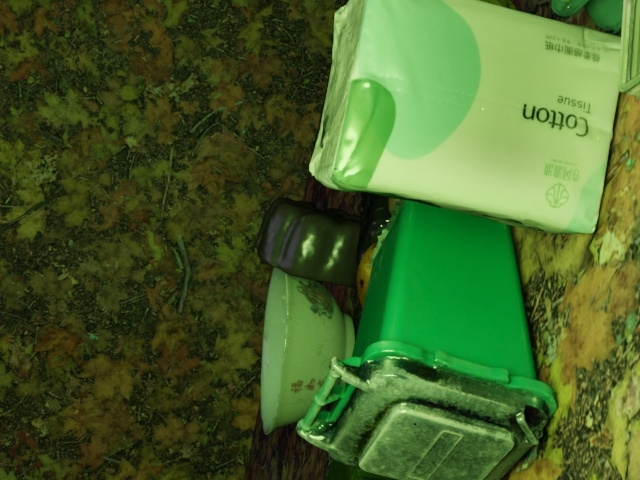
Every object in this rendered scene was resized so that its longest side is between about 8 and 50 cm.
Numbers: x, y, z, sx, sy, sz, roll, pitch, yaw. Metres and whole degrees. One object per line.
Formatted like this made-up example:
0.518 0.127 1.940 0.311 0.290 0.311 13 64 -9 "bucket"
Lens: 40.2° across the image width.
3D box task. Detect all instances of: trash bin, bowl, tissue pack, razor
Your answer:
0.147 0.137 1.243 0.259 0.295 0.381 113 170 -45 "trash bin"
-0.027 0.266 2.158 0.435 0.195 0.435 -175 90 -81 "bowl"
0.184 -0.166 1.127 0.194 0.356 0.266 179 102 -79 "tissue pack"
0.143 -0.085 1.926 0.189 0.107 0.327 112 166 -45 "razor"

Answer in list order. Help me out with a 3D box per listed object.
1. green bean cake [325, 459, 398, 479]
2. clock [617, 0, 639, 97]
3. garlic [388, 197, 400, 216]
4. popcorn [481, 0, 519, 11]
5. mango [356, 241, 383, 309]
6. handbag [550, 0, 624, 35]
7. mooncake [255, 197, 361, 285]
0.086 0.481 1.491 0.250 0.156 0.247 -100 25 -63 "green bean cake"
0.390 -0.242 0.903 0.192 0.071 0.147 136 144 -73 "clock"
0.213 -0.162 1.592 0.196 0.151 0.339 45 -124 -84 "garlic"
0.236 -0.276 1.413 0.212 0.259 0.259 -14 -63 -74 "popcorn"
0.153 0.116 1.526 0.191 0.159 0.291 111 155 -55 "mango"
0.379 -0.428 1.079 0.269 0.100 0.274 126 153 -68 "handbag"
0.000 0.000 2.082 0.306 0.305 0.154 -130 55 -76 "mooncake"
